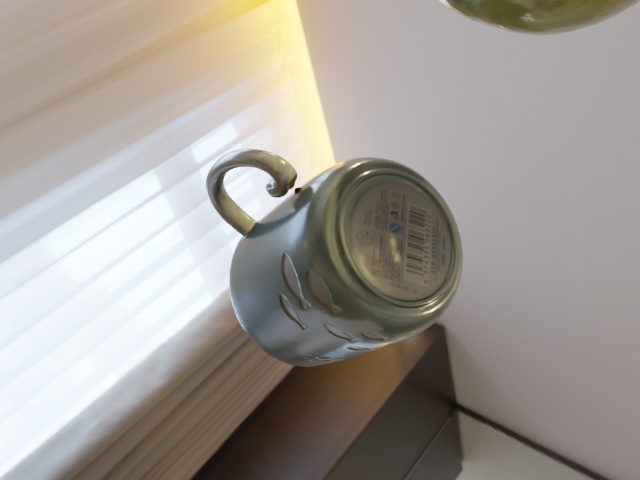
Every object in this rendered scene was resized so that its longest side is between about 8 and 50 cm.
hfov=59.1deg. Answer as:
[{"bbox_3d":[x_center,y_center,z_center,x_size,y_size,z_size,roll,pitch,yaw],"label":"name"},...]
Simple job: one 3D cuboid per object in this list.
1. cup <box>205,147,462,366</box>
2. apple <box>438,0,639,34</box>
[{"bbox_3d":[0.000,0.000,0.787,0.356,0.259,0.274,41,-32,-12],"label":"cup"},{"bbox_3d":[0.201,-0.329,0.477,0.292,0.254,0.292,43,-35,41],"label":"apple"}]
